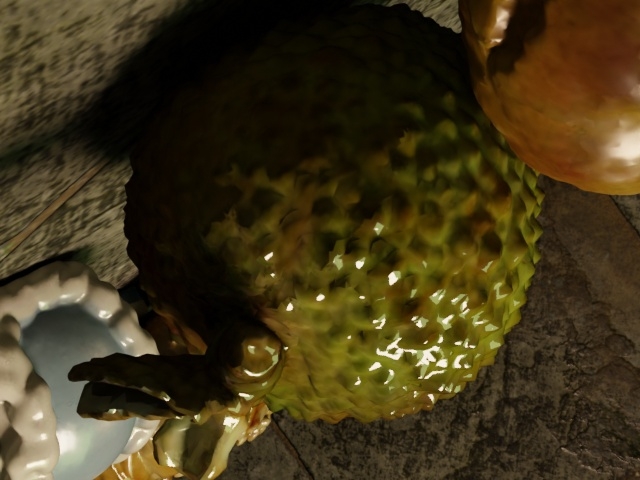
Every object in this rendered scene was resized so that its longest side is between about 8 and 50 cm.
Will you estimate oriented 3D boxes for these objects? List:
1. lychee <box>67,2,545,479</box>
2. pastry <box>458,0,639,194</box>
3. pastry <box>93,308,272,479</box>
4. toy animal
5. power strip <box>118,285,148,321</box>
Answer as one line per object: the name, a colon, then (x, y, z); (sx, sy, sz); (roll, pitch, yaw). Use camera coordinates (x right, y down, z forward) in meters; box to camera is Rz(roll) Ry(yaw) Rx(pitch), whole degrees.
lychee: (0.005, -0.009, 0.807); (0.270, 0.270, 0.320); (-40, -154, 31)
pastry: (0.204, -0.186, 0.697); (0.356, 0.164, 0.356); (-52, 165, -21)
pastry: (-0.125, 0.137, 1.305); (0.311, 0.162, 0.255); (-40, -171, 4)
toy animal: (-0.231, 0.132, 1.017); (0.208, 0.156, 0.204); (-46, 171, 38)
power strip: (-0.221, 0.093, 1.267); (0.123, 0.032, 0.056); (-40, 170, 33)
